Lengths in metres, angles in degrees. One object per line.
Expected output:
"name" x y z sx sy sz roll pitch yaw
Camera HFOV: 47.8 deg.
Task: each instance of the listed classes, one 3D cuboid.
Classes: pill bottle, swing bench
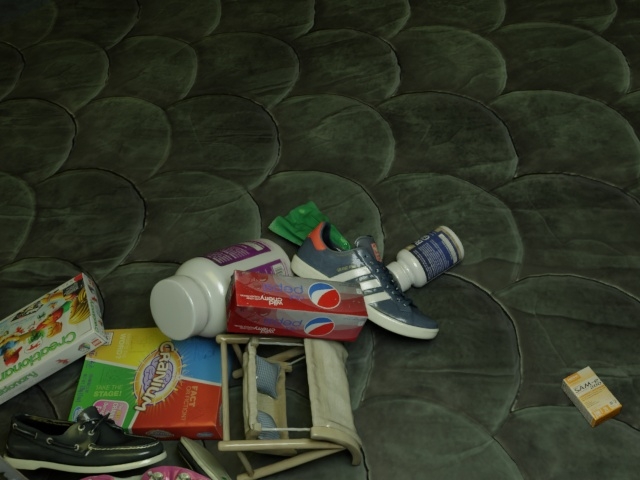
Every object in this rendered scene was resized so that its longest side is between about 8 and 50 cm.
"pill bottle" -0.204 0.105 1.518 0.169 0.169 0.301 27 26 28
"swing bench" -0.062 0.306 1.412 0.254 0.165 0.253 -11 49 2
"pill bottle" 0.229 0.046 1.617 0.169 0.094 0.094 -31 52 -15

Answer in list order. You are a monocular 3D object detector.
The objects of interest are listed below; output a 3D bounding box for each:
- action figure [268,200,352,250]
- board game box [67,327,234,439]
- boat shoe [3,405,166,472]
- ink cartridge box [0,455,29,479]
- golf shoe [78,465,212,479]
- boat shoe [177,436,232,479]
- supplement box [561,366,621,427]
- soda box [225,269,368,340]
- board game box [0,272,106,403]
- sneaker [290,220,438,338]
"action figure" 0.000 0.000 1.717 0.137 0.064 0.232 -36 50 -21
"board game box" -0.351 0.300 1.534 0.316 0.064 0.242 -4 51 7
"boat shoe" -0.455 0.374 1.384 0.339 0.127 0.113 -4 86 22
"ink cartridge box" -0.703 0.448 1.318 0.271 0.310 0.130 -32 53 -17
"golf shoe" -0.303 0.478 1.323 0.306 0.140 0.115 -3 67 13
"boat shoe" -0.215 0.462 1.369 0.079 0.084 0.233 -50 51 -1
"supplement box" 0.521 0.301 1.393 0.062 0.036 0.098 -24 51 -11
"soda box" -0.047 0.129 1.396 0.263 0.083 0.092 7 44 -18
"board game box" -0.633 0.223 1.609 0.305 0.053 0.193 -31 47 1
"sneaker" 0.111 0.077 1.532 0.350 0.131 0.148 29 97 11
